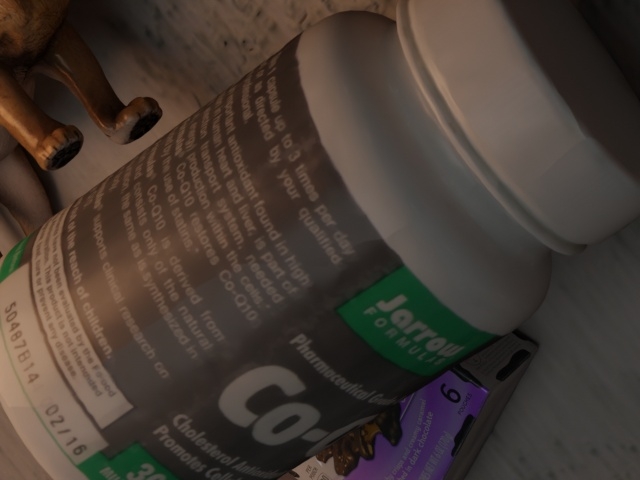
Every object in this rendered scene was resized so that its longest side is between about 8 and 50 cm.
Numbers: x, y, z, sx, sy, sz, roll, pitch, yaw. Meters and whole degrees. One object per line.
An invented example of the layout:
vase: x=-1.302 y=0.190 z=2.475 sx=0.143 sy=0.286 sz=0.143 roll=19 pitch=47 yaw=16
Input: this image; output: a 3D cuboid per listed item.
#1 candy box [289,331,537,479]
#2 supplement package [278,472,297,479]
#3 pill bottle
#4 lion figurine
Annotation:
candy box: x=0.019 y=0.084 z=1.279 sx=0.196 sy=0.070 sz=0.165 roll=36 pitch=129 yaw=16
supplement package: x=-0.030 y=0.233 z=1.322 sx=0.105 sy=0.179 sz=0.105 roll=36 pitch=129 yaw=15
pill bottle: x=0.000 y=0.000 z=1.101 sx=0.361 sy=0.204 sz=0.204 roll=-35 pitch=91 yaw=21
lion figurine: x=-0.235 y=-0.098 z=1.326 sx=0.240 sy=0.142 sz=0.392 roll=46 pitch=137 yaw=16
